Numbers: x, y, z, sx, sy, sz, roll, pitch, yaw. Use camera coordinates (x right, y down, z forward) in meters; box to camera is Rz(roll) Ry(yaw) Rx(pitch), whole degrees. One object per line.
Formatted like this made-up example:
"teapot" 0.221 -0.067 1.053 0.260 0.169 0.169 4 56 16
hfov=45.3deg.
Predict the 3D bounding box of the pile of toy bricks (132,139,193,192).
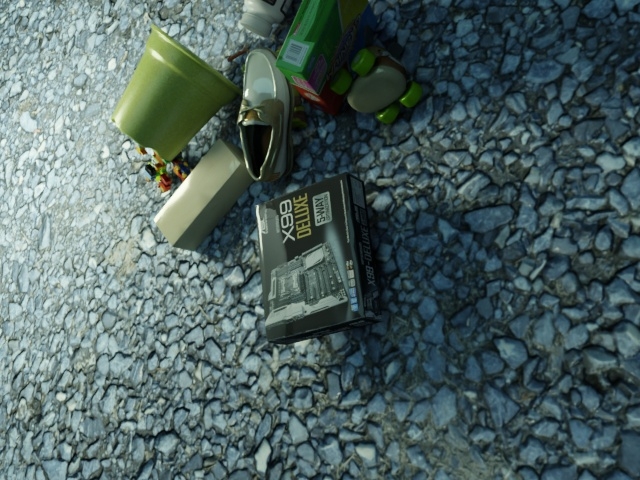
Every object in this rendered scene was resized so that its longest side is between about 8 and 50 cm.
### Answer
"pile of toy bricks" -0.417 -0.185 2.005 0.212 0.118 0.105 47 143 25

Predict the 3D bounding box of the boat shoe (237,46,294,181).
"boat shoe" -0.126 -0.280 1.724 0.113 0.103 0.302 0 106 30

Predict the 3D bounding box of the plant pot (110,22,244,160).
"plant pot" -0.372 -0.346 1.884 0.254 0.276 0.276 -53 53 5

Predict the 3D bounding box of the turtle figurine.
"turtle figurine" -0.095 -0.371 1.822 0.270 0.087 0.217 -3 84 19

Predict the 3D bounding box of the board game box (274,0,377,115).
"board game box" 0.021 -0.419 1.613 0.064 0.316 0.242 24 91 14

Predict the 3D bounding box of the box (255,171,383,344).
"box" -0.010 0.041 1.580 0.242 0.076 0.307 -17 68 31

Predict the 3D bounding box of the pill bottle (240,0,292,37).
"pill bottle" -0.123 -0.609 1.906 0.108 0.108 0.193 27 92 38

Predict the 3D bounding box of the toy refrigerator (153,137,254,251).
"toy refrigerator" -0.276 -0.107 1.872 0.269 0.094 0.102 -49 61 14

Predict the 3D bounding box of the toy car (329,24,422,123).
"toy car" 0.128 -0.374 1.630 0.149 0.155 0.188 -32 37 49
